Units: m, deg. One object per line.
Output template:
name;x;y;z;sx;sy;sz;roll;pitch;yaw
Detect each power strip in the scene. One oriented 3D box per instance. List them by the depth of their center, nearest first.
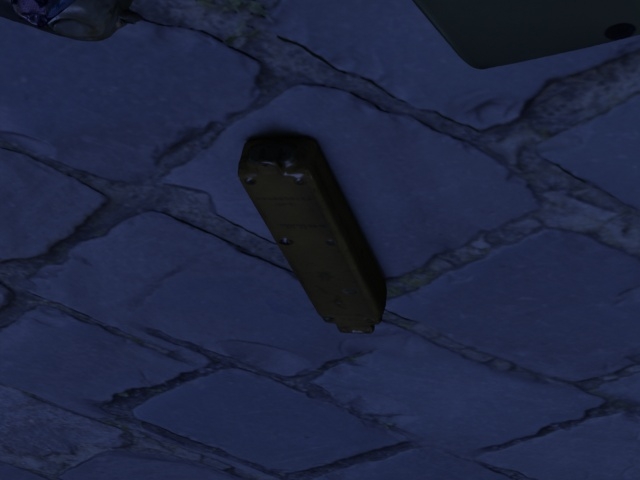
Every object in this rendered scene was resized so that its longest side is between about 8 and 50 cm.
power strip;0.000;0.000;1.247;0.064;0.044;0.305;0;150;18

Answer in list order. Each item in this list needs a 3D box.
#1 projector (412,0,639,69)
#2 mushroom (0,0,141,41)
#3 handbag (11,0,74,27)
projector;0.163;-0.185;0.726;0.269;0.088;0.193;-14;154;23
mushroom;-0.220;-0.205;0.871;0.278;0.099;0.096;31;140;-30
handbag;-0.139;-0.232;0.690;0.208;0.127;0.228;49;133;-4
